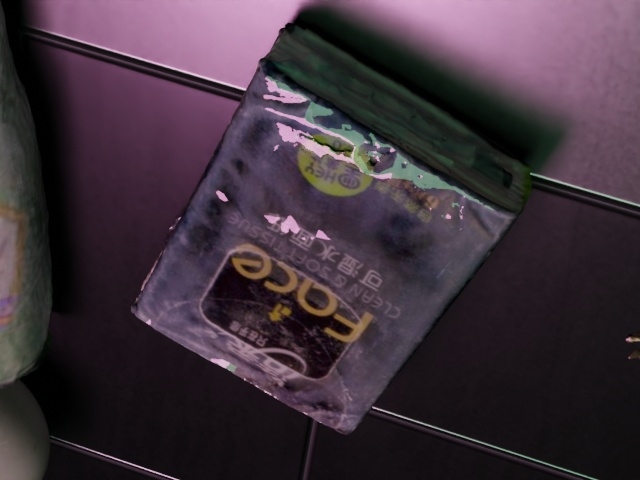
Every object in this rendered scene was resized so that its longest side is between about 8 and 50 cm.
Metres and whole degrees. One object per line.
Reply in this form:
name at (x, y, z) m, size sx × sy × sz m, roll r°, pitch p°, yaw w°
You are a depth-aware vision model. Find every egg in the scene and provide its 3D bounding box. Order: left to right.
egg at (-0.297, 0.147, 1.076) m, size 0.192 × 0.149 × 0.149 m, roll 9°, pitch 131°, yaw 5°

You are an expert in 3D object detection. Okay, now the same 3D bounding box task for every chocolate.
chocolate at (-0.230, -0.035, 0.936) m, size 0.110 × 0.110 × 0.291 m, roll 16°, pitch 130°, yaw 10°

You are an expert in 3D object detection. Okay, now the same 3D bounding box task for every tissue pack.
tissue pack at (0.000, 0.000, 0.882) m, size 0.173 × 0.073 × 0.235 m, roll 31°, pitch 132°, yaw -3°

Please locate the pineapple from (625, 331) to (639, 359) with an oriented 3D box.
pineapple at (0.302, 0.089, 0.832) m, size 0.233 × 0.079 × 0.135 m, roll 37°, pitch 141°, yaw -17°
